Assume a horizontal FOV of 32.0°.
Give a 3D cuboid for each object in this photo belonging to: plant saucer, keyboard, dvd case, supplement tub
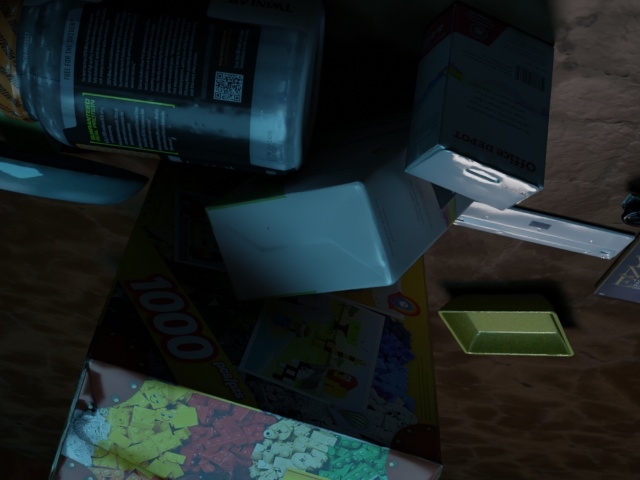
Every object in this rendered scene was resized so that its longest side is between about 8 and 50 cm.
[{"bbox_3d":[-0.378,-0.092,1.419,0.317,0.044,0.317,13,-176,-1],"label":"plant saucer"},{"bbox_3d":[0.300,-0.019,1.541,0.256,0.014,0.072,12,150,-6],"label":"keyboard"},{"bbox_3d":[0.504,0.047,1.592,0.164,0.018,0.221,11,155,-1],"label":"dvd case"},{"bbox_3d":[0.306,0.133,1.817,0.188,0.045,0.188,-1,153,23],"label":"plant saucer"},{"bbox_3d":[-0.161,-0.179,1.154,0.316,0.194,0.193,8,155,3],"label":"supplement tub"}]

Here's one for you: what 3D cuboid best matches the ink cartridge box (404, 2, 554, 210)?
[{"bbox_3d":[0.164,-0.135,1.145,0.127,0.175,0.072,20,153,-21],"label":"ink cartridge box"}]

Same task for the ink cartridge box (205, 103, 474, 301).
[{"bbox_3d":[0.057,-0.066,1.272,0.207,0.353,0.119,-8,109,33],"label":"ink cartridge box"}]

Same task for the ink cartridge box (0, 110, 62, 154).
[{"bbox_3d":[-0.347,-0.198,1.284,0.062,0.109,0.209,5,155,9],"label":"ink cartridge box"}]

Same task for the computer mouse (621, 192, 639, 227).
[{"bbox_3d":[0.507,-0.050,1.339,0.188,0.072,0.272,16,167,-17],"label":"computer mouse"}]

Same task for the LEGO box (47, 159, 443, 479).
[{"bbox_3d":[-0.071,0.120,1.333,0.372,0.500,0.193,18,119,-8],"label":"LEGO box"}]
